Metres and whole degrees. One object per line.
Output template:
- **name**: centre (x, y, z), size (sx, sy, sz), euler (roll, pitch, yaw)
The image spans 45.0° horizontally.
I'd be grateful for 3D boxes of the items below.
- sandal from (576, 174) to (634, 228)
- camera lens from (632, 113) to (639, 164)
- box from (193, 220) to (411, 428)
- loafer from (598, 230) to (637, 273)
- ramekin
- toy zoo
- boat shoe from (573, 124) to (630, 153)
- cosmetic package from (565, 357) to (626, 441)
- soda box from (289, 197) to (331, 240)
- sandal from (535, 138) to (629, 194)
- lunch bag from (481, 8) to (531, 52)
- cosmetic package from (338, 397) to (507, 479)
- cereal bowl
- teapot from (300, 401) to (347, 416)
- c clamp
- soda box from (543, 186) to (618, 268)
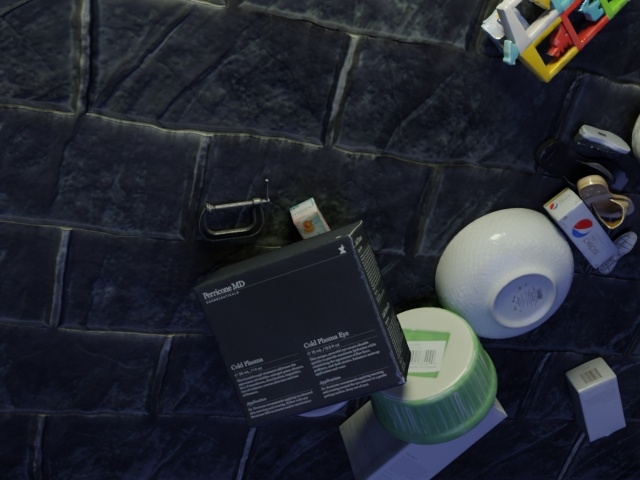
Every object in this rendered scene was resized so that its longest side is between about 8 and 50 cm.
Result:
- **sandal**: centre (0.653, -0.066, 1.759), size (0.088, 0.079, 0.240), euler (-22, 148, 33)
- **camera lens**: centre (0.820, -0.197, 1.641), size (0.219, 0.274, 0.219), euler (-7, 123, -11)
- **box**: centre (-0.029, 0.167, 1.572), size (0.343, 0.179, 0.312), euler (-18, 98, 14)
- **loafer**: centre (0.730, 0.026, 1.909), size (0.045, 0.039, 0.125), euler (36, 107, 4)
- **ramekin**: centre (0.241, 0.298, 1.774), size (0.303, 0.303, 0.148), euler (-25, 130, 1)
- **toy zoo**: centre (0.461, -0.445, 1.496), size (0.293, 0.030, 0.192), euler (-45, 122, -1)
- **boat shoe**: centre (0.625, -0.218, 1.719), size (0.142, 0.049, 0.040), euler (16, 135, -22)
- **cosmetic package**: centre (0.768, 0.445, 2.154), size (0.117, 0.085, 0.231), euler (-23, 126, 0)
- **soda box**: centre (0.000, 0.000, 1.674), size (0.058, 0.063, 0.183), euler (-26, 125, 4)
- **sandal**: centre (0.594, -0.149, 1.744), size (0.254, 0.054, 0.097), euler (16, 116, -23)
- **lunch bag**: centre (0.365, -0.416, 1.515), size (0.071, 0.053, 0.083), euler (-44, 116, 9)
- **cosmetic package**: centre (0.248, 0.457, 1.943), size (0.385, 0.217, 0.156), euler (-41, 122, 15)
- **cereal bowl**: centre (0.447, 0.102, 1.815), size (0.339, 0.141, 0.339), euler (-6, 122, -10)
- **teapot**: centre (-0.011, 0.266, 1.776), size (0.256, 0.187, 0.252), euler (-2, 100, 12)
- **c clamp**: centre (-0.181, -0.058, 1.618), size (0.161, 0.022, 0.137), euler (-13, 129, -9)
- **soda box**: centre (0.612, -0.028, 1.811), size (0.074, 0.069, 0.216), euler (-40, 127, 12)
